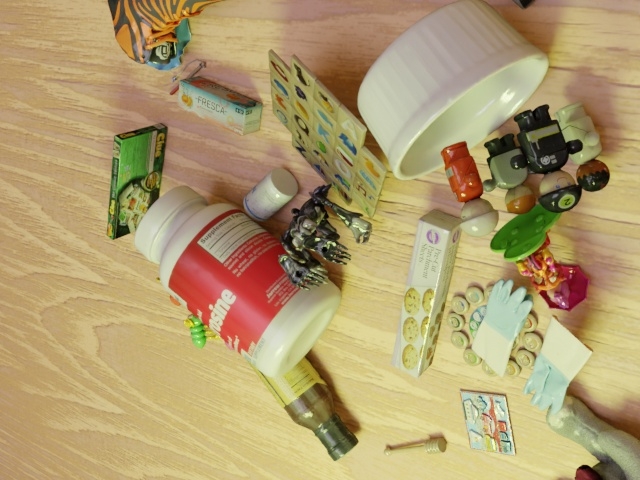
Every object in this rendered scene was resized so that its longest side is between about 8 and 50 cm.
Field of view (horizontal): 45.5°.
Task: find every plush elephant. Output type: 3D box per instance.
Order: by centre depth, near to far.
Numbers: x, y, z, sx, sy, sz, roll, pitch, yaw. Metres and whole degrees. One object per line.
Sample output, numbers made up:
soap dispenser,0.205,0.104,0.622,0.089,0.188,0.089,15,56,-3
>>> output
plush elephant,0.471,0.465,1.226,0.330,0.255,0.272,21,121,30

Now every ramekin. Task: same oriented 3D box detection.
ramekin,0.188,-0.227,1.144,0.135,0.277,0.277,56,132,15

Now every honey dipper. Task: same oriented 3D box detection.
honey dipper,0.190,0.432,1.583,0.161,0.030,0.030,-22,95,43

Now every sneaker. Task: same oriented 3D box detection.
sneaker,-0.284,-0.438,1.501,0.321,0.124,0.180,11,111,34

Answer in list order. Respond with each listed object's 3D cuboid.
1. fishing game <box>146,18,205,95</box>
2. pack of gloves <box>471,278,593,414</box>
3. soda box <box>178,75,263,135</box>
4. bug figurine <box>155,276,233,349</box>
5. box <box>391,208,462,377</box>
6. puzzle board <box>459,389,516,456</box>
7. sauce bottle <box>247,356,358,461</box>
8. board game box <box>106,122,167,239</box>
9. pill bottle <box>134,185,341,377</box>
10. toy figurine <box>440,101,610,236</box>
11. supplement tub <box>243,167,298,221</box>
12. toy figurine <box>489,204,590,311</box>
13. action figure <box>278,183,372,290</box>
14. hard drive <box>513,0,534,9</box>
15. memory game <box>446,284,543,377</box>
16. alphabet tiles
fishing game,-0.349,-0.448,1.612,0.189,0.041,0.264,-28,93,41
pack of gloves,0.357,0.173,1.280,0.195,0.046,0.232,45,150,30
soda box,-0.207,-0.277,1.564,0.183,0.058,0.063,27,123,25
bug figurine,-0.262,0.154,1.785,0.279,0.072,0.216,-4,107,38
box,0.194,0.103,1.413,0.067,0.063,0.324,24,122,27
puzzle board,0.318,0.350,1.459,0.096,0.011,0.128,-2,107,38
sauce bottle,-0.049,0.323,1.667,0.344,0.111,0.111,53,131,7
board game box,-0.419,-0.133,1.740,0.030,0.136,0.259,33,125,27
pill bottle,-0.177,0.072,1.565,0.408,0.229,0.229,37,128,15
toy figurine,0.310,-0.102,1.136,0.213,0.209,0.148,-23,85,41
supplement tub,-0.103,-0.092,1.555,0.107,0.071,0.071,-39,83,40
toy figurine,0.365,0.047,1.209,0.130,0.173,0.159,-31,102,25
action figure,0.000,0.000,1.422,0.141,0.275,0.164,37,109,-12
hard drive,0.270,-0.483,1.106,0.172,0.054,0.254,-39,84,41
memory game,0.312,0.166,1.383,0.186,0.012,0.186,16,118,32
alphabet tiles,0.007,-0.179,1.338,0.285,0.011,0.342,48,168,12
